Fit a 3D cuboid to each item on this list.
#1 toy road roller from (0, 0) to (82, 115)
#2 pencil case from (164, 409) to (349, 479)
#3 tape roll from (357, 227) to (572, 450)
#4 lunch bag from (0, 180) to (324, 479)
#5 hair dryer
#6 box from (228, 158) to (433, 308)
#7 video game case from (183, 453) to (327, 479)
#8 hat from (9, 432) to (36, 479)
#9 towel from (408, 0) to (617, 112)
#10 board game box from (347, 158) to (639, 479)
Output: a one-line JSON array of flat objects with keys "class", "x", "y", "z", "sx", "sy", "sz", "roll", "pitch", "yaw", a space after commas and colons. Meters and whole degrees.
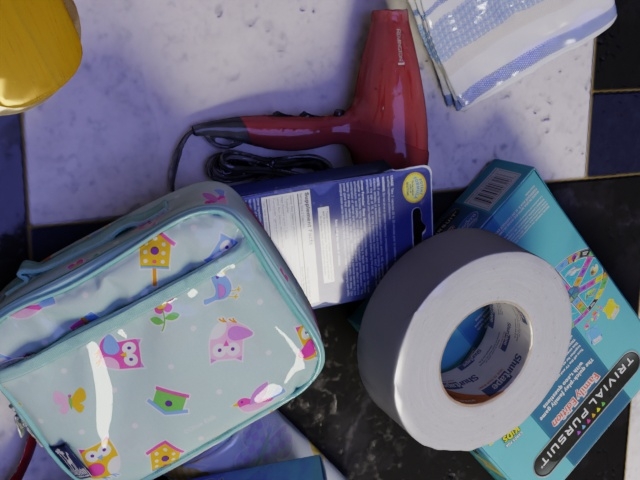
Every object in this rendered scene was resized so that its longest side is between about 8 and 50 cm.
[{"class": "toy road roller", "x": -0.234, "y": -0.282, "z": 0.701, "sx": 0.240, "sy": 0.202, "sz": 0.330, "roll": -34, "pitch": 133, "yaw": -20}, {"class": "pencil case", "x": -0.044, "y": 0.261, "z": 1.018, "sx": 0.124, "sy": 0.113, "sz": 0.273, "roll": -48, "pitch": 118, "yaw": -11}, {"class": "tape roll", "x": 0.148, "y": 0.101, "z": 0.996, "sx": 0.219, "sy": 0.072, "sz": 0.219, "roll": -11, "pitch": 114, "yaw": -26}, {"class": "lunch bag", "x": -0.155, "y": 0.086, "z": 0.883, "sx": 0.279, "sy": 0.108, "sz": 0.224, "roll": -29, "pitch": 115, "yaw": 3}, {"class": "hair dryer", "x": 0.011, "y": -0.105, "z": 0.977, "sx": 0.223, "sy": 0.080, "sz": 0.294, "roll": 38, "pitch": 84, "yaw": -30}, {"class": "box", "x": 0.000, "y": 0.000, "z": 0.963, "sx": 0.225, "sy": 0.036, "sz": 0.137, "roll": -10, "pitch": 115, "yaw": -11}, {"class": "video game case", "x": -0.108, "y": 0.337, "z": 0.954, "sx": 0.269, "sy": 0.061, "sz": 0.244, "roll": -10, "pitch": 122, "yaw": -1}, {"class": "hat", "x": -0.304, "y": 0.322, "z": 0.950, "sx": 0.173, "sy": 0.184, "sz": 0.208, "roll": 42, "pitch": 126, "yaw": -17}, {"class": "towel", "x": 0.183, "y": -0.266, "z": 0.965, "sx": 0.209, "sy": 0.034, "sz": 0.285, "roll": -29, "pitch": 139, "yaw": 4}, {"class": "board game box", "x": 0.226, "y": 0.114, "z": 1.140, "sx": 0.254, "sy": 0.079, "sz": 0.336, "roll": -46, "pitch": 118, "yaw": -9}]
